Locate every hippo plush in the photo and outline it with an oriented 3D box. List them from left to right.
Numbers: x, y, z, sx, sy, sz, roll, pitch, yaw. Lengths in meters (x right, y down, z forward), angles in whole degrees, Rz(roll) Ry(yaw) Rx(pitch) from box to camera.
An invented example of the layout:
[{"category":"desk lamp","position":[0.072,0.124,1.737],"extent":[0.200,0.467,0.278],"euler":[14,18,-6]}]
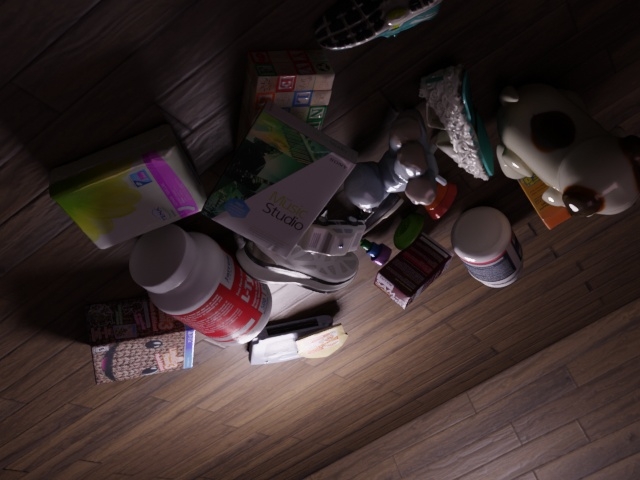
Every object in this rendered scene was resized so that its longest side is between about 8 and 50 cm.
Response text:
[{"category":"hippo plush","position":[0.168,-0.196,1.739],"extent":[0.236,0.234,0.294],"euler":[-14,-168,19]}]

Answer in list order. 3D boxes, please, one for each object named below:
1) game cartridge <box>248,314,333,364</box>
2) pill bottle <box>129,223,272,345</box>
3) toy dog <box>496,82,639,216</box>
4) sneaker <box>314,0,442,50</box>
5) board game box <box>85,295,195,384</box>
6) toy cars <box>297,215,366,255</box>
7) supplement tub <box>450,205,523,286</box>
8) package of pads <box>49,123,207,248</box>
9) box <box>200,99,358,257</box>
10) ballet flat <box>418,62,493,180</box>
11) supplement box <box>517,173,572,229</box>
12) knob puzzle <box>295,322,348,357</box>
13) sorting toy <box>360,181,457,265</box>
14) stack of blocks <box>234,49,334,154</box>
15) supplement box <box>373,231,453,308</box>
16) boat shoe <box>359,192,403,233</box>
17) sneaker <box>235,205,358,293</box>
[{"category":"game cartridge","position":[-0.110,0.359,2.423],"extent":[0.297,0.062,0.198],"euler":[-9,148,-18]},{"category":"pill bottle","position":[-0.316,0.119,1.826],"extent":[0.229,0.229,0.408],"euler":[-29,145,11]},{"category":"toy dog","position":[0.648,-0.227,1.707],"extent":[0.284,0.408,0.395],"euler":[-37,133,6]},{"category":"sneaker","position":[0.125,-0.452,1.410],"extent":[0.275,0.107,0.110],"euler":[-18,165,5]},{"category":"board game box","position":[-0.532,0.288,2.017],"extent":[0.291,0.141,0.232],"euler":[-8,143,-19]},{"category":"toy cars","position":[-0.004,-0.055,1.691],"extent":[0.176,0.087,0.394],"euler":[-38,137,2]},{"category":"supplement tub","position":[0.547,0.027,2.205],"extent":[0.191,0.191,0.272],"euler":[-30,144,12]},{"category":"package of pads","position":[-0.432,-0.115,1.562],"extent":[0.296,0.101,0.229],"euler":[-21,144,0]},{"category":"box","position":[-0.097,-0.126,1.518],"extent":[0.232,0.058,0.322],"euler":[28,125,-13]},{"category":"ballet flat","position":[0.348,-0.298,1.744],"extent":[0.147,0.147,0.409],"euler":[-27,142,8]},{"category":"supplement box","position":[0.633,-0.150,1.976],"extent":[0.078,0.233,0.080],"euler":[-35,140,19]},{"category":"knob puzzle","position":[0.004,0.360,2.414],"extent":[0.213,0.030,0.213],"euler":[-15,145,-11]},{"category":"sorting toy","position":[0.238,-0.069,2.018],"extent":[0.126,0.127,0.365],"euler":[33,126,-16]},{"category":"stack of blocks","position":[-0.088,-0.280,1.535],"extent":[0.171,0.087,0.297],"euler":[-7,143,-21]},{"category":"supplement box","position":[0.292,0.091,2.122],"extent":[0.239,0.130,0.073],"euler":[-37,156,-33]},{"category":"boat shoe","position":[0.148,-0.078,1.982],"extent":[0.206,0.075,0.065],"euler":[-38,98,31]},{"category":"sneaker","position":[0.000,0.001,1.896],"extent":[0.447,0.169,0.257],"euler":[6,128,-48]}]
